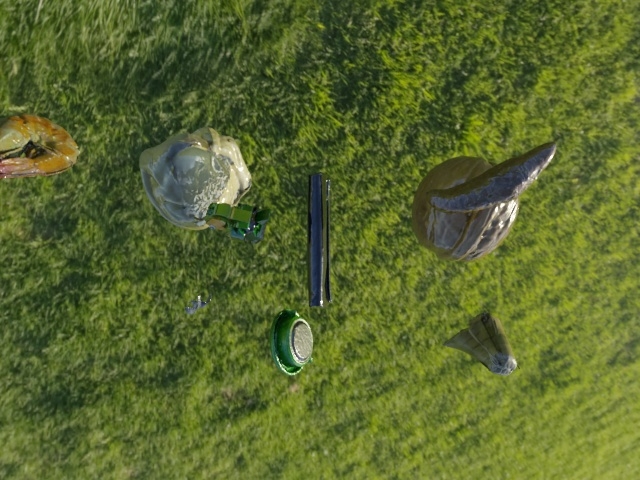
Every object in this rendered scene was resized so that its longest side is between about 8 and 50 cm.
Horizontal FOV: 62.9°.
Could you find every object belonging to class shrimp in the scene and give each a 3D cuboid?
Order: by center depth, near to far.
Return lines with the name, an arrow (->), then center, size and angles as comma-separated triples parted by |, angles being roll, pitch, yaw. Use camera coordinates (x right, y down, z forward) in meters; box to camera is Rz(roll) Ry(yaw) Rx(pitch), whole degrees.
shrimp -> -0.562, -0.157, 0.961 | 0.154, 0.294, 0.062 | 36, 124, -7

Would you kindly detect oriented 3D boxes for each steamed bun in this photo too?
steamed bun -> -0.410, -0.206, 1.690 | 0.372, 0.230, 0.325 | -29, 134, -52

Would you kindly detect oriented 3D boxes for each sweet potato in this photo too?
sweet potato -> 0.437, -0.141, 1.300 | 0.341, 0.114, 0.092 | -24, 141, 13

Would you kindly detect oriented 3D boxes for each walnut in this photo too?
walnut -> 0.429, -0.089, 1.574 | 0.333, 0.333, 0.333 | -10, 127, -13

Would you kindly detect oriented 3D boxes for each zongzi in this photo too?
zongzi -> 0.479, 0.339, 1.588 | 0.197, 0.194, 0.099 | -39, 132, 25

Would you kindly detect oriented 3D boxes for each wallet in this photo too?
wallet -> 0.001, 0.000, 1.648 | 0.062, 0.228, 0.406 | 0, 89, 9

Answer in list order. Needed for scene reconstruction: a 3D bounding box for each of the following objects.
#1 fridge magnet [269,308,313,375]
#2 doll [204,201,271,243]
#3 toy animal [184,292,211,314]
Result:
fridge magnet -> -0.091, 0.320, 1.655 | 0.088, 0.208, 0.208 | -10, 135, 28
doll -> -0.240, -0.058, 1.507 | 0.186, 0.106, 0.134 | 11, 152, -3
toy animal -> -0.279, 0.144, 1.163 | 0.050, 0.084, 0.028 | -35, 87, 36
